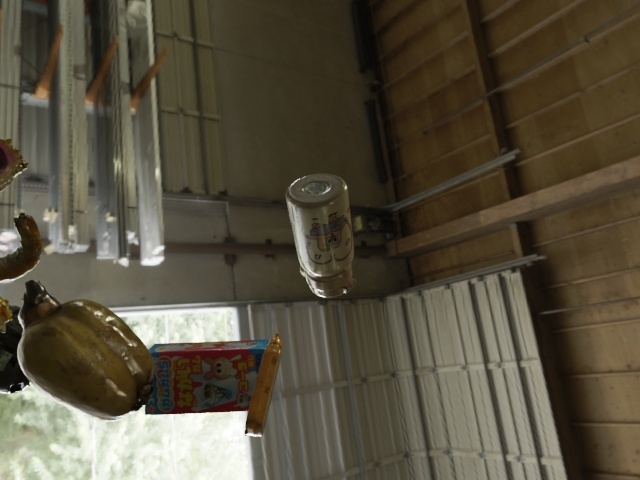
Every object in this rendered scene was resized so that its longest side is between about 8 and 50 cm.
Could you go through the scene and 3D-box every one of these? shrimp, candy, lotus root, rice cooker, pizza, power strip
[{"bbox_3d":[-0.666,0.014,1.059,0.049,0.161,0.166,50,-56,45],"label":"shrimp"},{"bbox_3d":[-0.277,0.337,1.268,0.100,0.306,0.157,-89,177,-88],"label":"candy"},{"bbox_3d":[-0.317,0.146,0.676,0.118,0.221,0.125,-42,-168,28],"label":"lotus root"},{"bbox_3d":[-0.951,0.334,1.574,0.267,0.224,0.267,-58,-173,12],"label":"rice cooker"},{"bbox_3d":[-0.635,0.103,0.955,0.161,0.062,0.182,61,-26,-9],"label":"pizza"},{"bbox_3d":[-0.089,0.231,0.832,0.049,0.028,0.178,96,4,-50],"label":"power strip"}]

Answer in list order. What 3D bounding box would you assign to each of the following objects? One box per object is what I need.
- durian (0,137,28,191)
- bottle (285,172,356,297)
[{"bbox_3d":[-0.764,-0.124,1.081,0.153,0.260,0.186,12,-44,45],"label":"durian"},{"bbox_3d":[0.000,0.000,0.844,0.110,0.097,0.209,19,-46,31],"label":"bottle"}]
